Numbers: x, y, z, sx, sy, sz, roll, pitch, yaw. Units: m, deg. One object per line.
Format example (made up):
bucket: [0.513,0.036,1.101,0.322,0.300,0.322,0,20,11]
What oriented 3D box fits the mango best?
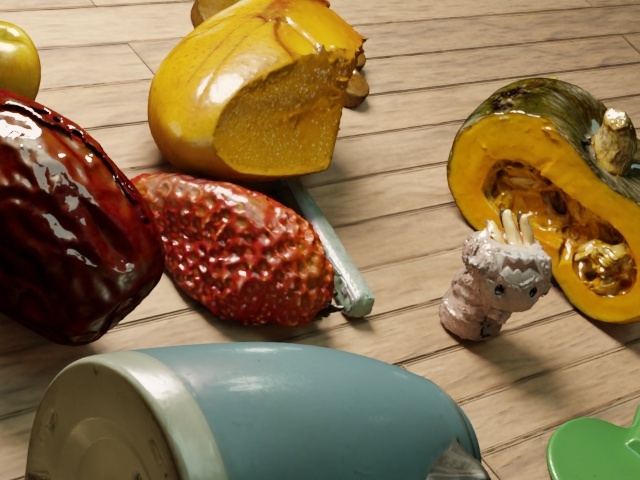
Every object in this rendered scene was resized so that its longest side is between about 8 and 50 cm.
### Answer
mango: [-0.067,-0.148,1.964,0.201,0.199,0.350,59,34,-7]

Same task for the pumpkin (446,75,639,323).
pumpkin: [0.309,-0.061,2.154,0.317,0.222,0.139,41,32,9]

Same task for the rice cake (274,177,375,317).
rice cake: [0.000,0.000,1.968,0.033,0.033,0.208,-1,46,-36]

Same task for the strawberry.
strawberry: [-0.077,-0.006,1.838,0.236,0.107,0.175,21,34,-20]

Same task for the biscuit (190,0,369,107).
biscuit: [-0.046,-0.238,2.243,0.236,0.039,0.180,19,36,-20]

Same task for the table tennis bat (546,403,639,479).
table tennis bat: [0.324,0.231,1.958,0.160,0.039,0.257,38,37,7]

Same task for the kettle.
kettle: [-0.047,0.188,1.480,0.342,0.247,0.319,-7,8,-38]

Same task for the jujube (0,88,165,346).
jujube: [-0.258,-0.021,1.624,0.243,0.183,0.183,48,33,5]

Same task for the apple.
apple: [-0.323,-0.165,1.828,0.099,0.102,0.114,29,31,-6]

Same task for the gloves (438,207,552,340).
gloves: [0.186,0.045,1.975,0.110,0.144,0.094,-13,53,-23]
